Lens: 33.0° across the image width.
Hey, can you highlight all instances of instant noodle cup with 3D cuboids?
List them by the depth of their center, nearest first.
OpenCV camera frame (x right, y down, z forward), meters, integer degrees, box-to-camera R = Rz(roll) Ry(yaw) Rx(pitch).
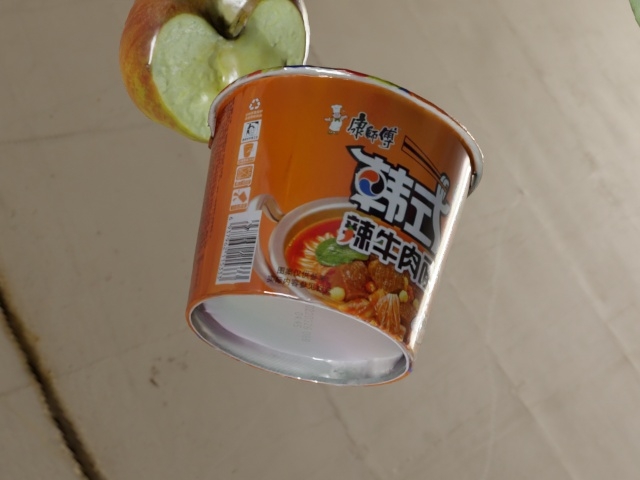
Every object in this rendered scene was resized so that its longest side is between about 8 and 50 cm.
[{"bbox_3d":[0.000,0.000,0.920,0.250,0.250,0.192,27,-118,-26],"label":"instant noodle cup"}]

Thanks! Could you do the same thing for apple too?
[{"bbox_3d":[-0.111,-0.200,1.099,0.195,0.173,0.160,-20,-131,-17],"label":"apple"}]

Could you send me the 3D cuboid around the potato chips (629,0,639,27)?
[{"bbox_3d":[0.297,-0.231,0.629,0.358,0.070,0.429,18,-108,-34],"label":"potato chips"}]
